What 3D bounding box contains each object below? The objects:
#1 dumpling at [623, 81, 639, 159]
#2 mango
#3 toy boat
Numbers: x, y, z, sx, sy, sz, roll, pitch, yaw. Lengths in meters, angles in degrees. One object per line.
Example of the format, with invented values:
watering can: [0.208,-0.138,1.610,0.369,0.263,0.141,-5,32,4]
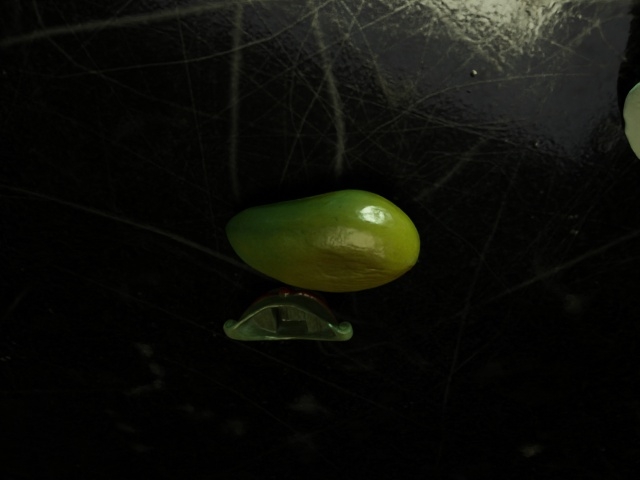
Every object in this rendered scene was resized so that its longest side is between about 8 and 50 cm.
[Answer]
dumpling: [0.411,-0.126,0.546,0.318,0.187,0.243,53,159,-22]
mango: [0.004,0.005,0.743,0.238,0.091,0.137,-6,124,22]
toy boat: [-0.044,0.109,0.849,0.185,0.071,0.089,-1,131,11]
